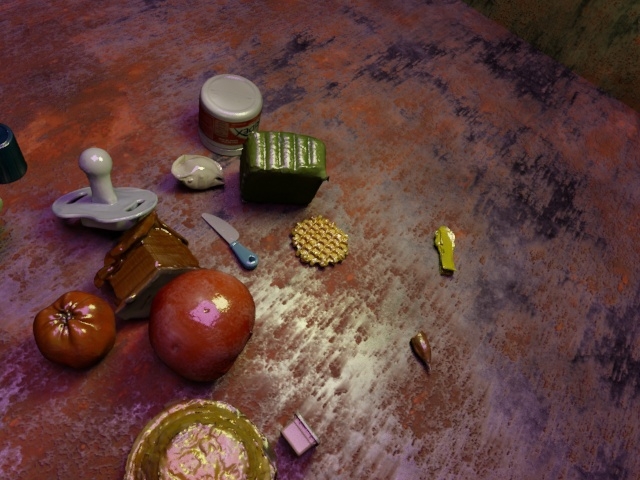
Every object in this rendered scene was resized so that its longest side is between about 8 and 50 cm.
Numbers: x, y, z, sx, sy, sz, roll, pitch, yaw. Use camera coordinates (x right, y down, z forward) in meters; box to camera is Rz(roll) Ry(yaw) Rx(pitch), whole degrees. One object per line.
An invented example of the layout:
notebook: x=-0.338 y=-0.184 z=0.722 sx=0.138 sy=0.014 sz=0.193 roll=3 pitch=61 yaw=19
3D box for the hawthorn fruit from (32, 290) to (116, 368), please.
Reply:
hawthorn fruit: x=-0.565 y=0.214 z=1.175 sx=0.189 sy=0.189 sz=0.189 roll=7 pitch=56 yaw=-11

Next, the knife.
knife: x=-0.266 y=-0.008 z=1.498 sx=0.058 sy=0.032 sz=0.244 roll=-32 pitch=66 yaw=-28

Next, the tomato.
tomato: x=-0.287 y=0.193 z=1.206 sx=0.264 sy=0.265 sz=0.265 roll=7 pitch=56 yaw=-11

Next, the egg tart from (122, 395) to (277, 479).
egg tart: x=-0.254 y=0.500 z=1.097 sx=0.341 sy=0.132 sz=0.341 roll=8 pitch=56 yaw=-12

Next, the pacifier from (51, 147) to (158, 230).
pacifier: x=-0.584 y=-0.146 z=1.367 sx=0.287 sy=0.226 sz=0.238 roll=11 pitch=34 yaw=15

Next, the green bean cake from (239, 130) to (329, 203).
green bean cake: x=-0.118 y=-0.219 z=1.528 sx=0.246 sy=0.250 sz=0.156 roll=2 pitch=69 yaw=-14

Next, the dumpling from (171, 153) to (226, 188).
dumpling: x=-0.384 y=-0.226 z=1.562 sx=0.169 sy=0.100 sz=0.134 roll=-13 pitch=58 yaw=-23

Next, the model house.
model house: x=-0.458 y=0.062 z=1.319 sx=0.199 sy=0.219 sz=0.229 roll=-44 pitch=63 yaw=10

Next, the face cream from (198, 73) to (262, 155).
face cream: x=-0.298 y=-0.412 z=1.653 sx=0.201 sy=0.187 sz=0.201 roll=7 pitch=56 yaw=-11

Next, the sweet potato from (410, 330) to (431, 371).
sweet potato: x=0.291 y=0.314 z=1.419 sx=0.049 sy=0.049 sz=0.117 roll=-6 pitch=59 yaw=-19

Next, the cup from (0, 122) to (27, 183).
cup: x=-0.919 y=-0.245 z=1.404 sx=0.150 sy=0.138 sz=0.113 roll=-3 pitch=58 yaw=-17

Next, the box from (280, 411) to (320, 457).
box: x=-0.051 y=0.463 z=1.188 sx=0.062 sy=0.122 sz=0.089 roll=-36 pitch=72 yaw=-20

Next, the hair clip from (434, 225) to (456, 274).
hair clip: x=0.411 y=0.030 z=1.640 sx=0.072 sy=0.046 sz=0.173 roll=8 pitch=57 yaw=-14

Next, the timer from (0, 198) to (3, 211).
timer: x=-0.930 y=0.031 z=1.178 sx=0.290 sy=0.291 sz=0.315 roll=3 pitch=80 yaw=-13

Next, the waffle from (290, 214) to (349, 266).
waffle: x=-0.002 y=0.003 z=1.551 sx=0.191 sy=0.038 sz=0.191 roll=7 pitch=55 yaw=-11
